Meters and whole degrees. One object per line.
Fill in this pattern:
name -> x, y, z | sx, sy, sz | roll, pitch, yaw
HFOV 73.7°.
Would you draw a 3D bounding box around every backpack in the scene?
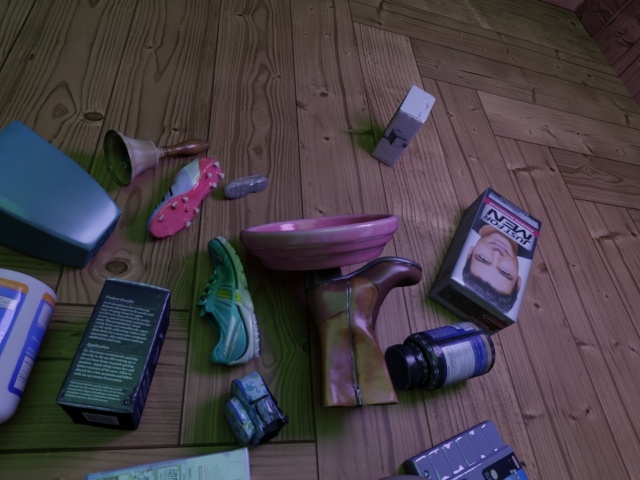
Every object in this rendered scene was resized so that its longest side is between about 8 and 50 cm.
backpack -> -0.124, 0.299, 0.758 | 0.084, 0.105, 0.114 | -16, 60, -30

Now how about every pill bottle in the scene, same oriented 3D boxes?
pill bottle -> 0.254, 0.252, 0.922 | 0.219, 0.123, 0.122 | -6, 61, -24
pill bottle -> -0.526, 0.190, 0.646 | 0.152, 0.152, 0.272 | 10, 55, -14

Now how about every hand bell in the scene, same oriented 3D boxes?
hand bell -> -0.368, -0.211, 1.019 | 0.242, 0.126, 0.126 | -23, 68, -45

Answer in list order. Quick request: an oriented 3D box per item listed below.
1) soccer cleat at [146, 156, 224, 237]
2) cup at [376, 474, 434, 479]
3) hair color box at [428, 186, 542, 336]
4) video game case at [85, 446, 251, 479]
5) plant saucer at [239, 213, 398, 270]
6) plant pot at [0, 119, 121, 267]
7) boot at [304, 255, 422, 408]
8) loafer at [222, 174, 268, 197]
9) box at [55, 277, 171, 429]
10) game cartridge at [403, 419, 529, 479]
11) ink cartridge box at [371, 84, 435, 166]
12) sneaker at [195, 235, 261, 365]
soccer cleat -> -0.319, -0.103, 0.974 | 0.095, 0.083, 0.248 | 14, 54, 25
cup -> 0.168, 0.521, 0.602 | 0.331, 0.237, 0.331 | 3, 62, -6
hair color box -> 0.447, 0.045, 1.136 | 0.185, 0.113, 0.374 | 34, 54, 3
video game case -> -0.220, 0.475, 0.633 | 0.244, 0.061, 0.269 | 1, 58, -22
plant saucer -> 0.000, 0.000, 0.905 | 0.332, 0.332, 0.084 | -9, 97, -26
plant pot -> -0.520, -0.062, 0.808 | 0.234, 0.166, 0.165 | 35, 51, -16
boot -> 0.110, 0.174, 0.840 | 0.264, 0.096, 0.280 | -1, 60, -20
loafer -> -0.191, -0.137, 1.061 | 0.125, 0.045, 0.039 | -20, 50, -37
box -> -0.333, 0.192, 0.718 | 0.108, 0.153, 0.207 | 13, 54, -12
game cartridge -> 0.330, 0.550, 0.798 | 0.230, 0.068, 0.355 | -13, 64, -23
ink cartridge box -> 0.241, -0.333, 1.255 | 0.082, 0.190, 0.139 | 30, 53, 0
sneaker -> -0.196, 0.113, 0.858 | 0.110, 0.107, 0.275 | -11, 62, -16
